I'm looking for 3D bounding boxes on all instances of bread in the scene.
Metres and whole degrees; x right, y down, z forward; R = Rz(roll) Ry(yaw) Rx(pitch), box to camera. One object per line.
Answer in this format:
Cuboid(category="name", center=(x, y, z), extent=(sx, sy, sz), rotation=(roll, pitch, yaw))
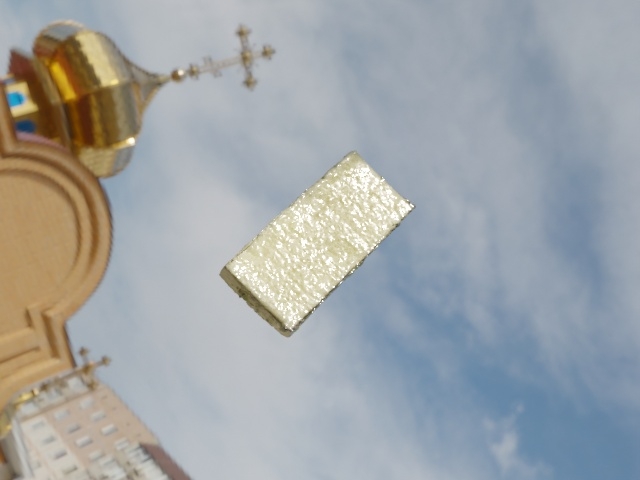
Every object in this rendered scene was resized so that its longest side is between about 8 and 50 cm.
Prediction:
Cuboid(category="bread", center=(0.000, 0.000, 0.664), extent=(0.068, 0.153, 0.028), rotation=(44, -32, 2))
